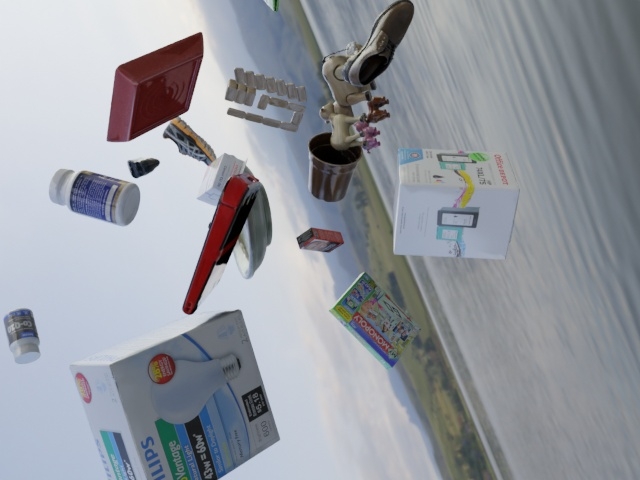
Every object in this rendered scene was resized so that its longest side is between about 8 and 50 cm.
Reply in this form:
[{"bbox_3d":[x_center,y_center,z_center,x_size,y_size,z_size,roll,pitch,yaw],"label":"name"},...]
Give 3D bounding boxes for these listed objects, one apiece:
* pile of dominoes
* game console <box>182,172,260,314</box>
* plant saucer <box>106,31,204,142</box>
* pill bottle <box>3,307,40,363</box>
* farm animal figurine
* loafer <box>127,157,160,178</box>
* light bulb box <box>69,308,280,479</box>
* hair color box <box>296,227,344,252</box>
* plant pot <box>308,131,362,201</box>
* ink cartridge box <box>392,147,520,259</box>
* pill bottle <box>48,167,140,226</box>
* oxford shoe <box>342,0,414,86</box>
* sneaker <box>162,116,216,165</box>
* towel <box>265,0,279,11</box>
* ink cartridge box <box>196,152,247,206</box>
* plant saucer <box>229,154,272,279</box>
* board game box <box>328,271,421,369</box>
[{"bbox_3d":[-0.166,-0.442,1.985,0.196,0.251,0.040,120,158,-51],"label":"pile of dominoes"},{"bbox_3d":[-0.254,-0.007,1.654,0.060,0.342,0.386,24,-173,-2],"label":"game console"},{"bbox_3d":[-0.390,-0.357,1.553,0.048,0.259,0.258,45,142,9],"label":"plant saucer"},{"bbox_3d":[-0.803,0.258,1.732,0.137,0.078,0.078,62,-176,27],"label":"pill bottle"},{"bbox_3d":[0.082,-0.437,2.018,0.330,0.172,0.327,-49,-52,-57],"label":"farm animal figurine"},{"bbox_3d":[-0.546,-0.227,1.973,0.170,0.061,0.062,13,123,53],"label":"loafer"},{"bbox_3d":[-0.340,0.391,1.537,0.361,0.225,0.358,-21,-84,-43],"label":"light bulb box"},{"bbox_3d":[0.000,0.000,1.968,0.141,0.072,0.043,8,-124,-48],"label":"hair color box"},{"bbox_3d":[0.035,-0.219,1.974,0.165,0.166,0.167,100,161,-45],"label":"plant pot"},{"bbox_3d":[0.317,-0.091,1.554,0.198,0.269,0.197,-82,-6,-56],"label":"ink cartridge box"},{"bbox_3d":[-0.752,-0.150,2.140,0.153,0.264,0.153,15,-90,-85],"label":"pill bottle"},{"bbox_3d":[0.149,-0.443,1.462,0.082,0.227,0.096,27,-167,-33],"label":"oxford shoe"},{"bbox_3d":[-0.413,-0.300,2.058,0.215,0.083,0.084,45,-172,-21],"label":"sneaker"},{"bbox_3d":[-0.121,-0.593,1.437,0.152,0.023,0.113,-121,21,-44],"label":"towel"},{"bbox_3d":[-0.286,-0.179,1.857,0.067,0.198,0.116,23,-109,-23],"label":"ink cartridge box"},{"bbox_3d":[-0.227,-0.080,2.057,0.400,0.100,0.401,170,90,-74],"label":"plant saucer"},{"bbox_3d":[0.211,0.304,2.445,0.317,0.213,0.046,45,149,-2],"label":"board game box"}]
